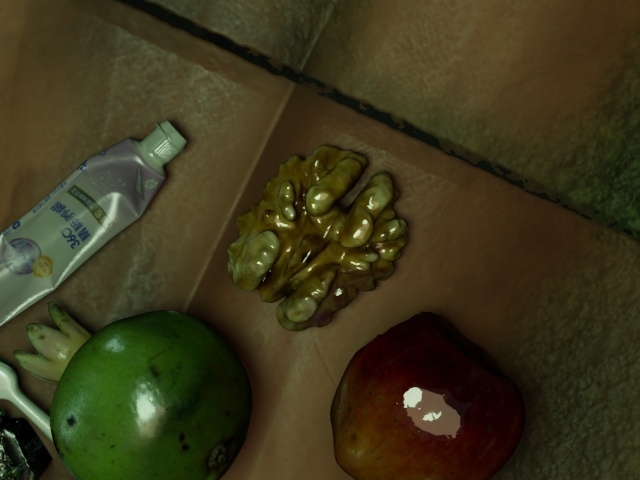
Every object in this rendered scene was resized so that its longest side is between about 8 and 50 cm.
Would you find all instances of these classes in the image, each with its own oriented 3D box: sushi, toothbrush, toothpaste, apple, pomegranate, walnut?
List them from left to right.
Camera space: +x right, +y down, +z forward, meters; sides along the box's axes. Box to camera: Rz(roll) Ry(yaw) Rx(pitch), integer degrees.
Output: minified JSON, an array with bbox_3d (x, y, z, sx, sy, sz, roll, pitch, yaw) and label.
[{"bbox_3d":[-0.311,0.198,1.440,0.083,0.056,0.084,-30,99,12],"label":"sushi"},{"bbox_3d":[-0.243,-0.004,1.408,0.301,0.048,0.075,-40,82,5],"label":"toothpaste"},{"bbox_3d":[-0.172,0.137,1.379,0.225,0.187,0.187,32,99,22],"label":"pomegranate"},{"bbox_3d":[-0.179,0.237,1.451,0.418,0.040,0.042,43,95,-6],"label":"toothbrush"},{"bbox_3d":[0.000,0.000,1.399,0.143,0.069,0.170,38,94,-4],"label":"walnut"},{"bbox_3d":[0.091,0.159,1.388,0.156,0.147,0.158,37,99,-27],"label":"apple"}]
